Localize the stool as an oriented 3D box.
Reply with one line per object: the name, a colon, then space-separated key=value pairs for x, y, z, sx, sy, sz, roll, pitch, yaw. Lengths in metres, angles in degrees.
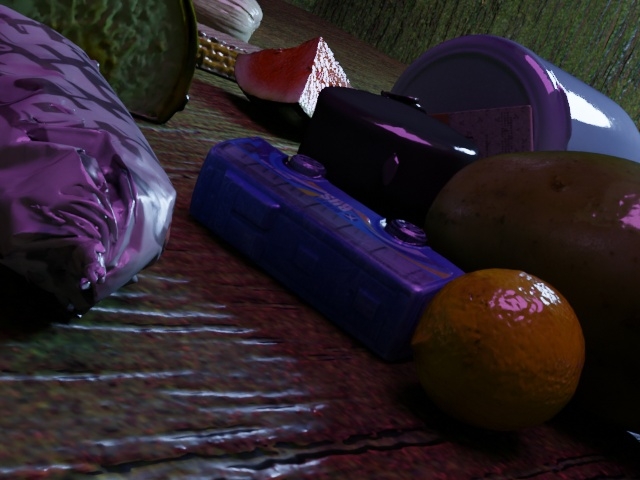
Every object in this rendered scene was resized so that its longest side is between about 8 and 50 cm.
stool: x=0.062 y=-0.061 z=0.912 sx=0.153 sy=0.139 sz=0.228 roll=29 pitch=19 yaw=21

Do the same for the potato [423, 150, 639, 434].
potato: x=0.232 y=0.035 z=0.778 sx=0.304 sy=0.216 sz=0.216 roll=36 pitch=17 yaw=22

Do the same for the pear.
pear: x=-0.287 y=-0.269 z=0.997 sx=0.286 sy=0.176 sz=0.282 roll=12 pitch=19 yaw=-45

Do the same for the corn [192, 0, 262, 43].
corn: x=-0.247 y=-0.412 z=1.622 sx=0.305 sy=0.123 sz=0.122 roll=23 pitch=17 yaw=-9

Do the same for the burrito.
burrito: x=-0.173 y=-0.060 z=0.621 sx=0.139 sy=0.101 sz=0.445 roll=23 pitch=13 yaw=-33

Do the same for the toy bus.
toy bus: x=0.000 y=-0.002 z=0.751 sx=0.236 sy=0.079 sz=0.094 roll=34 pitch=19 yaw=28

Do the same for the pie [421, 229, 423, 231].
pie: x=0.199 y=0.030 z=0.992 sx=0.282 sy=0.068 sz=0.128 roll=13 pitch=11 yaw=-16

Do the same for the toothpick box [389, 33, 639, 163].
toothpick box: x=0.255 y=-0.108 z=1.191 sx=0.263 sy=0.263 sz=0.354 roll=37 pitch=17 yaw=36

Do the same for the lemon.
lemon: x=0.119 y=0.072 z=0.644 sx=0.133 sy=0.109 sz=0.109 roll=8 pitch=22 yaw=-31

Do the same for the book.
book: x=0.135 y=-0.076 z=1.009 sx=0.172 sy=0.118 sz=0.012 roll=-4 pitch=-10 yaw=19

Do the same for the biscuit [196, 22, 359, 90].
biscuit: x=-0.075 y=-0.266 z=1.549 sx=0.378 sy=0.054 sz=0.094 roll=16 pitch=18 yaw=-34

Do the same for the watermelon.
watermelon: x=-0.045 y=-0.202 z=1.336 sx=0.145 sy=0.137 sz=0.193 roll=-6 pitch=0 yaw=27
